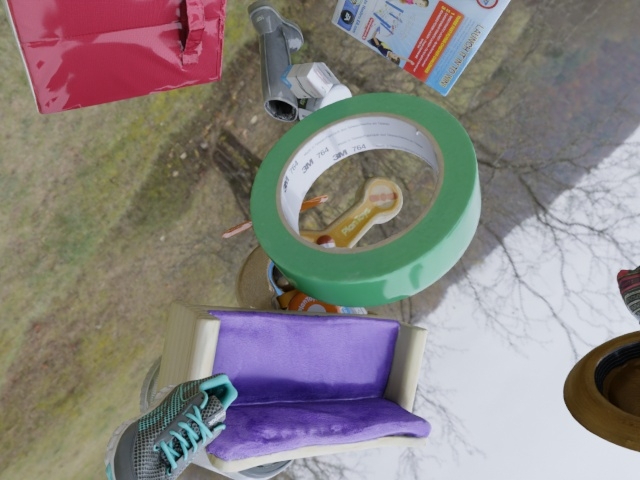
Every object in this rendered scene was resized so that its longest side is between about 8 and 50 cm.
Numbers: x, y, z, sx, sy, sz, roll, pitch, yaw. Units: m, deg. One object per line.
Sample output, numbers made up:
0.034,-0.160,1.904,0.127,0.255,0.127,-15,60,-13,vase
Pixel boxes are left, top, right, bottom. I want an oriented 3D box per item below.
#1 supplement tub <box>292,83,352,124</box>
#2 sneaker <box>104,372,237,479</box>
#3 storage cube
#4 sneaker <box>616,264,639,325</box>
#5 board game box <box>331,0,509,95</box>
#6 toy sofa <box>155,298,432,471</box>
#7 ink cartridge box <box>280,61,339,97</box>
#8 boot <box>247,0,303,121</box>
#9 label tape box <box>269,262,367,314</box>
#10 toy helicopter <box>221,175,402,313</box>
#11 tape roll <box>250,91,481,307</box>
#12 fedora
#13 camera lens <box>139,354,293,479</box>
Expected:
-0.032,-0.313,1.301,0.117,0.190,0.117,-30,133,-39,supplement tub
-0.118,0.158,0.487,0.076,0.065,0.166,-26,-169,12,sneaker
-0.215,-0.269,0.569,0.193,0.215,0.184,-19,157,-23,storage cube
0.432,-0.012,0.617,0.120,0.112,0.299,7,130,-26,sneaker
0.202,-0.485,1.147,0.086,0.301,0.308,-56,179,-28,board game box
-0.013,0.173,0.754,0.362,0.177,0.150,9,93,-36,toy sofa
-0.016,-0.243,0.884,0.048,0.083,0.028,40,72,-39,ink cartridge box
-0.070,-0.329,1.112,0.076,0.209,0.189,-23,166,24,boot
0.004,0.137,1.428,0.105,0.241,0.333,-37,149,7,label tape box
0.000,0.000,0.970,0.355,0.235,0.140,-43,179,-24,toy helicopter
0.061,-0.066,0.820,0.321,0.321,0.077,-46,145,-12,tape roll
0.321,0.150,0.519,0.194,0.079,0.194,-22,-166,6,fedora
-0.167,0.289,1.024,0.274,0.220,0.219,-6,-154,46,camera lens
